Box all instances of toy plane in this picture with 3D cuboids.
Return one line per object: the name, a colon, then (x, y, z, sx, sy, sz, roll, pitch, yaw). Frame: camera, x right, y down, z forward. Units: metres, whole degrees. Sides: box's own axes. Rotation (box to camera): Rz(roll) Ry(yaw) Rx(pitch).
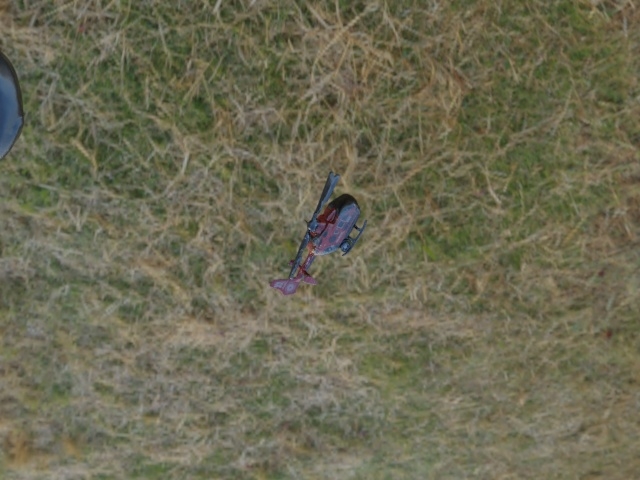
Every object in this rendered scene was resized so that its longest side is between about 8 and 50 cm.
toy plane: (0.000, 0.000, 0.828, 0.060, 0.037, 0.145, 20, 108, -43)

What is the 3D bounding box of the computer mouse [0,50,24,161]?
computer mouse: (-0.362, -0.109, 0.639, 0.270, 0.086, 0.137, -4, 103, 5)
